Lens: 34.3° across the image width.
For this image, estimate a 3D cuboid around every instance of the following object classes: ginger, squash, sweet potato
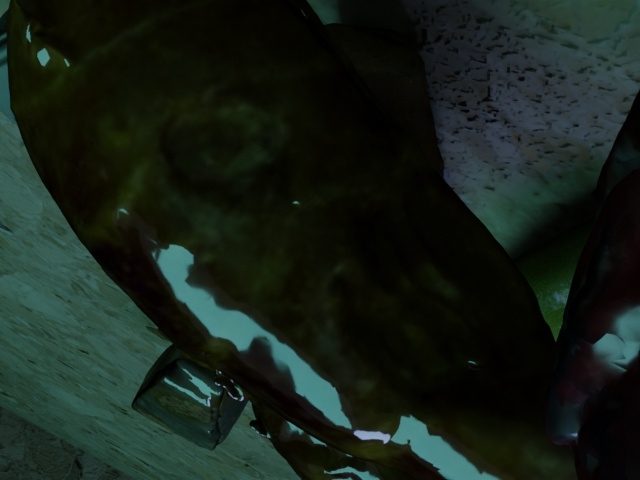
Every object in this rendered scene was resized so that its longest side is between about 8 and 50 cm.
[{"bbox_3d":[-0.028,0.004,0.602,0.418,0.176,0.254,48,158,-6],"label":"ginger"},{"bbox_3d":[0.166,0.056,0.792,0.094,0.094,0.341,34,157,-5],"label":"squash"},{"bbox_3d":[0.046,-0.052,0.722,0.097,0.097,0.252,17,149,31],"label":"sweet potato"}]

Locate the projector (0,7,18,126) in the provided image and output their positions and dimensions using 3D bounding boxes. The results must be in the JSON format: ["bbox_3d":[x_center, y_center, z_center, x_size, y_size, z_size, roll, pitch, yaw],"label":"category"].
[{"bbox_3d":[-0.159,-0.120,0.833,0.192,0.099,0.256,43,155,-27],"label":"projector"}]

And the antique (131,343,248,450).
[{"bbox_3d":[-0.162,0.184,1.401,0.150,0.125,0.284,30,157,0],"label":"antique"}]

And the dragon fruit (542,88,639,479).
[{"bbox_3d":[0.248,0.051,0.414,0.329,0.329,0.329,26,156,13],"label":"dragon fruit"}]
